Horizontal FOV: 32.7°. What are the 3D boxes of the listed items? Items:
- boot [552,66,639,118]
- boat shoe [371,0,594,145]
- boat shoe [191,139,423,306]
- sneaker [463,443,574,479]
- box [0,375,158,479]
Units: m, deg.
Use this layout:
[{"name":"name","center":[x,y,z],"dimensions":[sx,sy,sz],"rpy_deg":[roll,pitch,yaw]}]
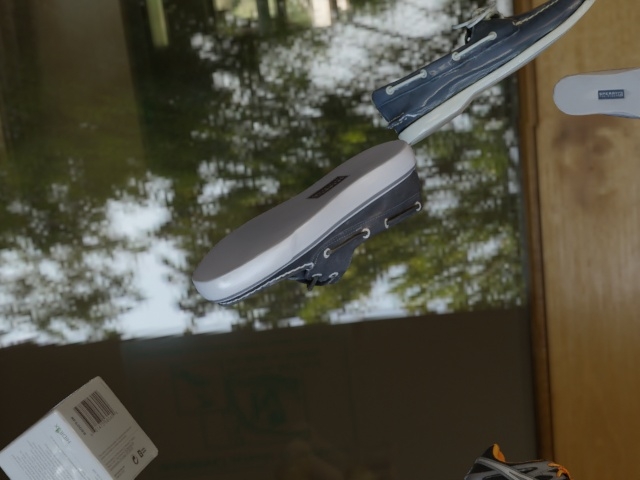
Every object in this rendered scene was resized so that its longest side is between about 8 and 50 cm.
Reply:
[{"name":"boot","center":[0.387,-0.184,1.330],"dimensions":[0.190,0.069,0.086],"rpy_deg":[10,-160,32]},{"name":"boat shoe","center":[0.171,-0.200,1.153],"dimensions":[0.254,0.079,0.095],"rpy_deg":[-36,178,10]},{"name":"boat shoe","center":[0.000,0.000,0.889],"dimensions":[0.228,0.076,0.080],"rpy_deg":[-37,-157,-33]},{"name":"sneaker","center":[0.241,0.270,1.121],"dimensions":[0.215,0.084,0.083],"rpy_deg":[13,-116,30]},{"name":"box","center":[-0.230,0.204,1.039],"dimensions":[0.087,0.102,0.101],"rpy_deg":[-37,-178,17]}]
